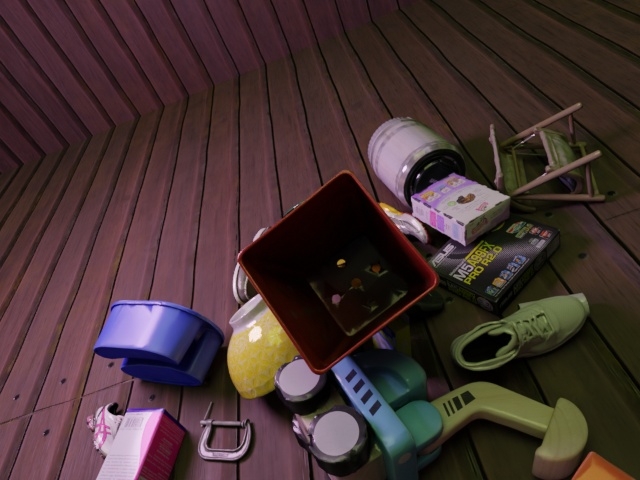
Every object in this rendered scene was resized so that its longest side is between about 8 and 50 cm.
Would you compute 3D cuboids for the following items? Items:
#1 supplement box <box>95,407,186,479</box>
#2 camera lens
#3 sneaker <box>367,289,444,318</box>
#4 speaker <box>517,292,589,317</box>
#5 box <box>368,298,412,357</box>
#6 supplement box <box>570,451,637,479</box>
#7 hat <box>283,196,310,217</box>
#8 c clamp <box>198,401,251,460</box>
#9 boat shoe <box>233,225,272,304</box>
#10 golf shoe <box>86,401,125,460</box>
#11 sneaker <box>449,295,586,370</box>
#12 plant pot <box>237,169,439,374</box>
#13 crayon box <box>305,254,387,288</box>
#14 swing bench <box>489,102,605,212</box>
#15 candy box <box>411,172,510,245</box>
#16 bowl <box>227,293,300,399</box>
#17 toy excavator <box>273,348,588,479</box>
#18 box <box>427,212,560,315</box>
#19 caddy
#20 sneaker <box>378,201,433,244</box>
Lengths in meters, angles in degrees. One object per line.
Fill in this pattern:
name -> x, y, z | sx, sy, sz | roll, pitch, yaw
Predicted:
supplement box -> -0.416, 0.514, 1.094 | 0.111, 0.114, 0.220 | -7, 42, 20
camera lens -> 0.288, -0.234, 1.455 | 0.219, 0.219, 0.274 | -28, 39, -3
sneaker -> 0.188, 0.176, 1.178 | 0.228, 0.130, 0.087 | -4, 38, -18
speaker -> 0.511, 0.154, 1.047 | 0.136, 0.055, 0.055 | -12, 42, 15
box -> 0.157, 0.212, 1.069 | 0.042, 0.178, 0.109 | -24, 38, -17
supplement box -> 0.409, 0.400, 0.694 | 0.080, 0.233, 0.078 | -44, 43, -16
hat -> -0.003, -0.042, 1.549 | 0.173, 0.183, 0.208 | -26, -5, -17
c clamp -> -0.228, 0.452, 1.133 | 0.161, 0.022, 0.137 | -3, 45, 26
boat shoe -> -0.174, 0.067, 1.456 | 0.091, 0.109, 0.305 | -9, 39, 26
golf shoe -> -0.538, 0.487, 1.221 | 0.086, 0.067, 0.186 | -37, 41, -16
sneaker -> 0.405, 0.192, 0.956 | 0.293, 0.169, 0.108 | -26, 75, 8
plant pot -> 0.049, 0.073, 0.938 | 0.267, 0.236, 0.267 | -38, 72, 4
crayon box -> 0.092, 0.063, 1.222 | 0.202, 0.081, 0.318 | -15, 6, 13
swing bench -> 0.614, -0.220, 1.321 | 0.255, 0.165, 0.253 | -11, 42, 25
candy box -> 0.367, -0.088, 1.260 | 0.165, 0.070, 0.196 | -29, 39, -19
bowl -> -0.122, 0.214, 1.133 | 0.289, 0.156, 0.289 | -38, 8, 6
toy excavator -> 0.194, 0.335, 0.919 | 0.445, 0.222, 0.433 | -28, 40, -16
box -> 0.432, 0.039, 1.208 | 0.270, 0.060, 0.216 | -41, 43, -18
caddy -> -0.426, 0.258, 1.280 | 0.341, 0.241, 0.179 | -2, 50, 25
sneaker -> 0.230, -0.031, 1.386 | 0.225, 0.088, 0.092 | 29, 80, 47
